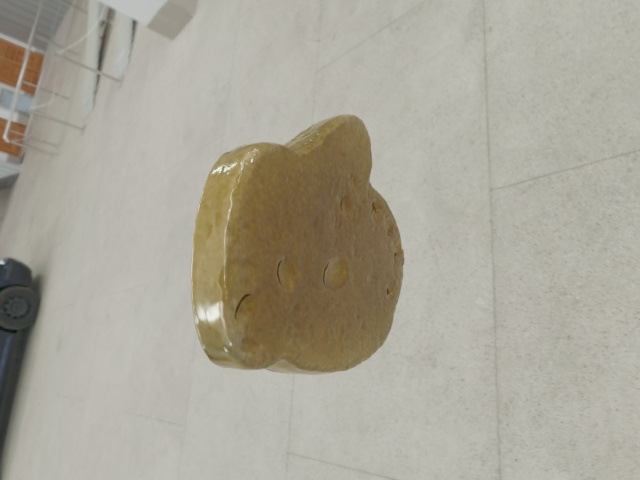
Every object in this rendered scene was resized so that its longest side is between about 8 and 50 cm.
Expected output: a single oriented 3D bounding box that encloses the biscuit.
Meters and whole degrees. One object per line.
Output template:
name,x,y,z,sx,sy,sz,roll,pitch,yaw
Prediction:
biscuit,-0.002,0.000,0.529,0.057,0.344,0.286,1,83,33
